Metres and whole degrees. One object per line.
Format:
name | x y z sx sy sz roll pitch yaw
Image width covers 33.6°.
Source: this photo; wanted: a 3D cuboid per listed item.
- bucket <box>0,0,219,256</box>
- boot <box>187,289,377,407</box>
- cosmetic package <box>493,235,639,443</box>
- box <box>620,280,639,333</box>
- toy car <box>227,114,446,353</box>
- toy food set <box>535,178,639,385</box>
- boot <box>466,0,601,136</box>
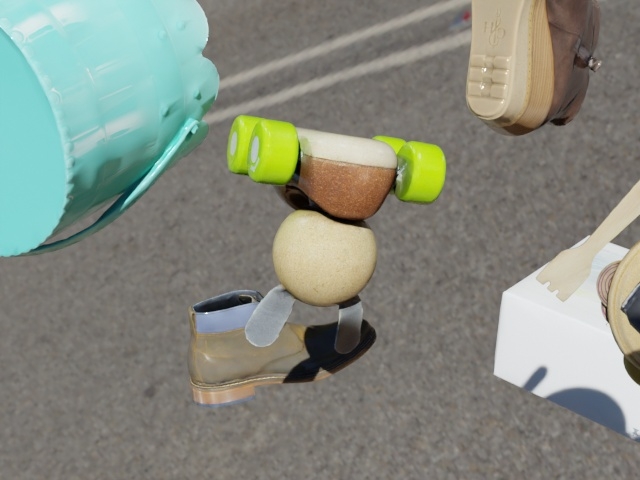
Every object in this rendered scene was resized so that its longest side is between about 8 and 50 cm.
bucket | -0.247 -0.130 0.876 0.281 0.281 0.183 -9 23 35
boot | -0.041 0.097 1.141 0.219 0.106 0.082 -18 22 -22
cosmetic package | 0.383 0.120 1.377 0.224 0.138 0.224 23 36 35
box | 0.345 0.134 0.414 0.395 0.318 0.097 48 116 35
toy car | 0.000 0.000 0.891 0.155 0.188 0.149 7 6 -18
toy food set | 0.263 0.048 0.754 0.132 0.192 0.038 -47 -1 13
boot | 0.188 -0.210 0.872 0.090 0.248 0.207 19 15 26
